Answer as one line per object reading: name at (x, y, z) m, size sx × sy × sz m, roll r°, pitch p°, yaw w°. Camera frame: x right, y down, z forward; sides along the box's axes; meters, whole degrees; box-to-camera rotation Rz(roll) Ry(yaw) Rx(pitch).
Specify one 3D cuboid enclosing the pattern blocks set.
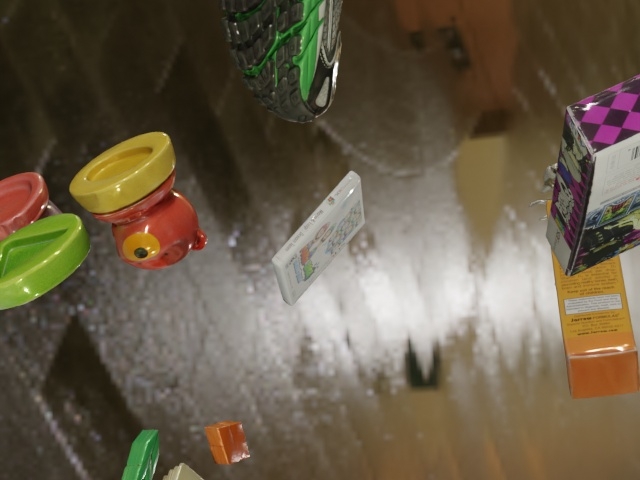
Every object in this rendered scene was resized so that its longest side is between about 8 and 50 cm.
pattern blocks set at (-0.123, 0.311, 1.471) m, size 0.325 × 0.026 × 0.285 m, roll 62°, pitch 39°, yaw -46°

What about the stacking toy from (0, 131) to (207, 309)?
stacking toy at (-0.293, 0.029, 1.636) m, size 0.130 × 0.308 × 0.279 m, roll 61°, pitch 36°, yaw -24°

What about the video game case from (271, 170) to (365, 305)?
video game case at (0.000, 0.000, 1.811) m, size 0.143 × 0.019 × 0.157 m, roll -48°, pitch 164°, yaw -12°

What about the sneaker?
sneaker at (0.015, -0.261, 1.221) m, size 0.146 × 0.134 × 0.344 m, roll 13°, pitch 82°, yaw -29°

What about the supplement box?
supplement box at (0.294, 0.057, 1.660) m, size 0.078 × 0.080 × 0.233 m, roll 74°, pitch 10°, yaw -45°

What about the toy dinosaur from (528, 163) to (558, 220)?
toy dinosaur at (0.439, -0.045, 1.915) m, size 0.160 × 0.313 × 0.121 m, roll -67°, pitch 165°, yaw 16°

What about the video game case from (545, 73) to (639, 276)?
video game case at (0.257, -0.072, 0.958) m, size 0.210 × 0.232 × 0.042 m, roll 75°, pitch -11°, yaw -69°
